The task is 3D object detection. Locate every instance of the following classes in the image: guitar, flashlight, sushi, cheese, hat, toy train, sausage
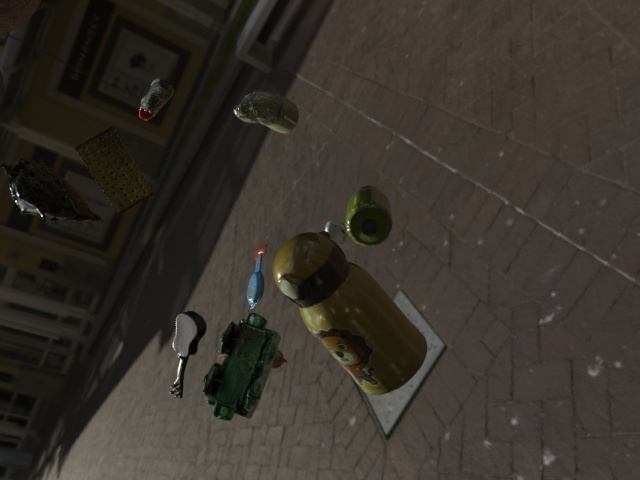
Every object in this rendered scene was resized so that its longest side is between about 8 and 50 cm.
[{"bbox_3d":[-0.369,0.316,1.467,0.084,0.038,0.271,28,111,28],"label":"guitar"},{"bbox_3d":[0.000,0.000,1.874,0.200,0.093,0.047,-28,25,16],"label":"flashlight"},{"bbox_3d":[-0.787,-0.121,1.567,0.149,0.287,0.140,-45,27,-6],"label":"sushi"},{"bbox_3d":[-0.240,0.136,2.090,0.106,0.037,0.256,-21,55,49],"label":"cheese"},{"bbox_3d":[-0.146,-0.348,1.508,0.122,0.166,0.081,-51,22,25],"label":"hat"},{"bbox_3d":[-0.214,0.363,1.553,0.238,0.167,0.299,81,-151,-70],"label":"toy train"},{"bbox_3d":[-0.212,0.368,1.755,0.234,0.071,0.071,5,70,24],"label":"sausage"}]

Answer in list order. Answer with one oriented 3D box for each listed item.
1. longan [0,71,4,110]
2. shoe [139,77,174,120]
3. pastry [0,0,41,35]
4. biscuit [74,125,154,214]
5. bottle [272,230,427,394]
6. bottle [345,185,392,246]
[{"bbox_3d":[-0.719,-0.283,0.969,0.243,0.300,0.300,-13,58,70],"label":"longan"},{"bbox_3d":[-0.536,-0.453,1.777,0.194,0.074,0.077,-22,49,51],"label":"shoe"},{"bbox_3d":[-0.906,-0.674,1.490,0.330,0.136,0.329,-31,6,4],"label":"pastry"},{"bbox_3d":[-0.609,-0.207,1.632,0.139,0.231,0.016,-29,16,3],"label":"biscuit"},{"bbox_3d":[0.045,0.134,1.089,0.172,0.351,0.171,-37,18,14],"label":"bottle"},{"bbox_3d":[0.121,-0.075,1.374,0.112,0.112,0.260,-59,6,20],"label":"bottle"}]
